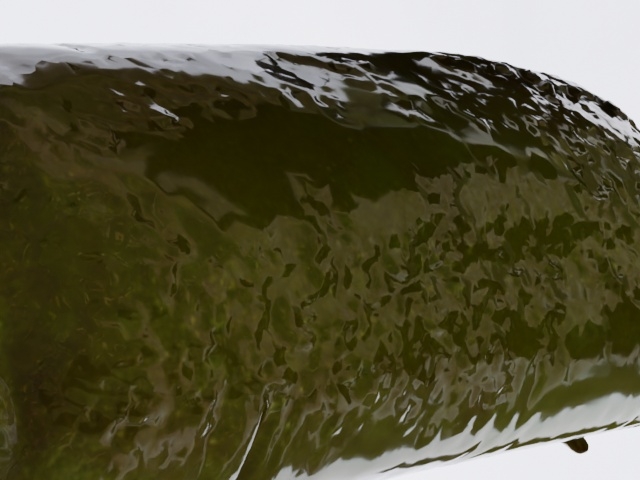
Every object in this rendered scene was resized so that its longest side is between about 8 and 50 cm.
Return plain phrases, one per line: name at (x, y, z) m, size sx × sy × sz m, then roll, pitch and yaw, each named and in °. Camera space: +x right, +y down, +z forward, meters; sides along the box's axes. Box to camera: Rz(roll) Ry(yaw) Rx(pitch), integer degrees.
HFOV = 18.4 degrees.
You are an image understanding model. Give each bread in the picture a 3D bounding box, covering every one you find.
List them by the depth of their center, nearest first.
bread at (0.000, 0.000, 0.652) m, size 0.383 × 0.112 × 0.166 m, roll -4°, pitch -134°, yaw -46°
